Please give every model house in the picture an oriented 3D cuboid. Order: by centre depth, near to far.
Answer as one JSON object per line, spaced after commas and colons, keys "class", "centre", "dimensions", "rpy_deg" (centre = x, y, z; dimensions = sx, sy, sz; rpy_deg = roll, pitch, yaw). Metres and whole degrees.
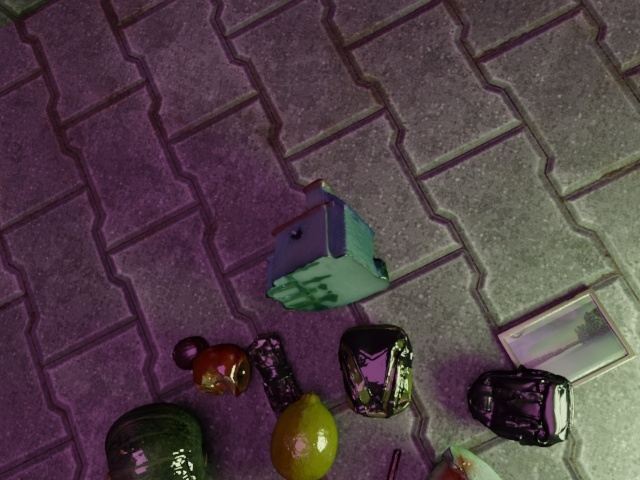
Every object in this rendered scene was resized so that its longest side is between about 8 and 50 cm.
{"class": "model house", "centre": [0.000, 0.000, 1.414], "dimensions": [0.295, 0.252, 0.329], "rpy_deg": [-27, 52, 27]}

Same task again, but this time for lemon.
{"class": "lemon", "centre": [-0.042, 0.536, 1.321], "dimensions": [0.184, 0.184, 0.248], "rpy_deg": [9, 86, 11]}

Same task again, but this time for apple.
{"class": "apple", "centre": [-0.288, 0.370, 1.409], "dimensions": [0.158, 0.156, 0.146], "rpy_deg": [-2, 70, 21]}

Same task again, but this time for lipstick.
{"class": "lipstick", "centre": [0.190, 0.661, 1.340], "dimensions": [0.027, 0.027, 0.176], "rpy_deg": [14, 82, 12]}

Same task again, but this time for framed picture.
{"class": "framed picture", "centre": [0.664, 0.287, 1.331], "dimensions": [0.289, 0.016, 0.213], "rpy_deg": [-28, 77, 4]}

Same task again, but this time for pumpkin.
{"class": "pumpkin", "centre": [-0.436, 0.613, 1.324], "dimensions": [0.258, 0.291, 0.327], "rpy_deg": [-7, 96, -19]}

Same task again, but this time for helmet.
{"class": "helmet", "centre": [-0.400, 0.340, 1.474], "dimensions": [0.123, 0.070, 0.098], "rpy_deg": [-27, 77, 3]}

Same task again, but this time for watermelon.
{"class": "watermelon", "centre": [0.356, 0.698, 1.210], "dimensions": [0.290, 0.214, 0.319], "rpy_deg": [-37, 88, 4]}

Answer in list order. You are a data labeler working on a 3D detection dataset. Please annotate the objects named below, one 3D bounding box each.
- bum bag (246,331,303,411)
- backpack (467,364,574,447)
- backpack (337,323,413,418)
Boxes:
{"class": "bum bag", "centre": [-0.129, 0.388, 1.420], "dimensions": [0.102, 0.069, 0.247], "rpy_deg": [-23, 77, -18]}
{"class": "backpack", "centre": [0.516, 0.427, 1.274], "dimensions": [0.259, 0.133, 0.206], "rpy_deg": [-1, 82, 27]}
{"class": "backpack", "centre": [0.153, 0.358, 1.341], "dimensions": [0.207, 0.140, 0.253], "rpy_deg": [-7, 75, 11]}
